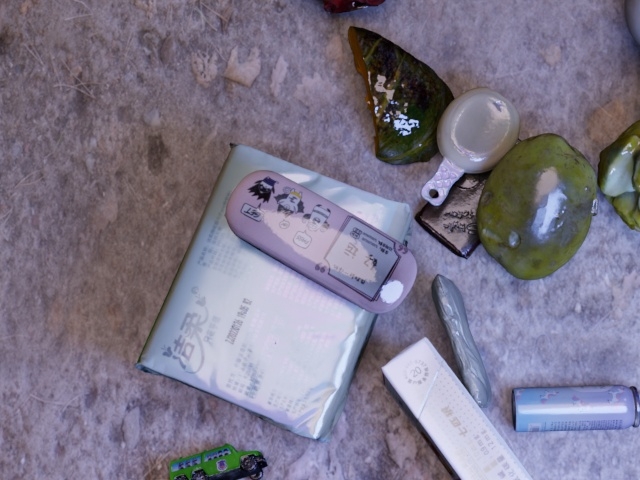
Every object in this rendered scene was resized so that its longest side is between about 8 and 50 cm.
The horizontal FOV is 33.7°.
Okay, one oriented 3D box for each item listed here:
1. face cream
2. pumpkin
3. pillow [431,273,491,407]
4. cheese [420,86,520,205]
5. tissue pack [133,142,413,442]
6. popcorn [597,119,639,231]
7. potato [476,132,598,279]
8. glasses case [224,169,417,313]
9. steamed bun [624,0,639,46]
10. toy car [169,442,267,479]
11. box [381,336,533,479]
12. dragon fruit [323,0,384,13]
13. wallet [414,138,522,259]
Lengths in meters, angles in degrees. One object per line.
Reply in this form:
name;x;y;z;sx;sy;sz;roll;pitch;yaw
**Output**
face cream;0.432;0.275;1.734;0.229;0.075;0.075;-2;77;3
pumpkin;0.154;-0.283;1.871;0.163;0.111;0.278;-12;75;-3
pillow;0.233;0.168;1.738;0.050;0.148;0.229;-23;75;12
cheese;0.249;-0.157;1.821;0.137;0.064;0.227;35;80;7
tissue pack;-0.066;0.090;1.750;0.332;0.205;0.404;21;80;9
popcorn;0.589;-0.129;1.734;0.276;0.225;0.276;-17;54;24
potato;0.363;-0.054;1.760;0.197;0.148;0.228;39;102;-15
glasses case;0.000;0.000;1.626;0.314;0.075;0.122;30;81;6
steamed bun;0.650;-0.446;1.757;0.206;0.324;0.324;39;82;-15
toy car;-0.172;0.382;1.763;0.165;0.071;0.062;-17;62;1
box;0.227;0.320;1.671;0.095;0.210;0.330;-34;77;-5
dragon fruit;0.015;-0.515;1.899;0.293;0.234;0.233;-17;75;24
wallet;0.282;-0.086;1.852;0.122;0.031;0.232;41;84;10
